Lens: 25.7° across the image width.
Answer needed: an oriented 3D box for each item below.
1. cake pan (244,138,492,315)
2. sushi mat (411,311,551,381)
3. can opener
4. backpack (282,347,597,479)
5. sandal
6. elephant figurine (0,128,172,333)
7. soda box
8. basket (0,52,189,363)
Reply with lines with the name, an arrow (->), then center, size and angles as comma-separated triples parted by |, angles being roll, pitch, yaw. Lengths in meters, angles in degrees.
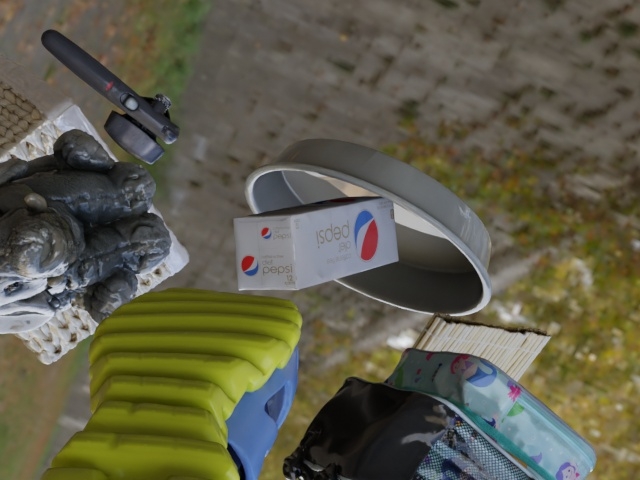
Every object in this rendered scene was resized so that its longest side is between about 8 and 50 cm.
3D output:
cake pan -> 0.058, -0.016, 1.524 | 0.054, 0.293, 0.293 | -63, -175, -21
sushi mat -> 0.117, 0.200, 1.545 | 0.316, 0.151, 0.019 | -60, -145, 34
can opener -> -0.230, -0.165, 1.536 | 0.073, 0.186, 0.059 | -50, -164, -11
backpack -> 0.124, 0.216, 1.198 | 0.191, 0.253, 0.225 | -47, -168, -15
sandal -> -0.083, 0.130, 0.819 | 0.317, 0.126, 0.138 | -65, 158, -62
elephant figurine -> -0.234, 0.000, 1.040 | 0.186, 0.169, 0.239 | -54, 166, 22
soda box -> 0.000, 0.000, 1.412 | 0.216, 0.069, 0.073 | -13, 100, -60
basket -> -0.422, -0.047, 2.010 | 0.266, 0.328, 0.331 | -43, -144, -13
